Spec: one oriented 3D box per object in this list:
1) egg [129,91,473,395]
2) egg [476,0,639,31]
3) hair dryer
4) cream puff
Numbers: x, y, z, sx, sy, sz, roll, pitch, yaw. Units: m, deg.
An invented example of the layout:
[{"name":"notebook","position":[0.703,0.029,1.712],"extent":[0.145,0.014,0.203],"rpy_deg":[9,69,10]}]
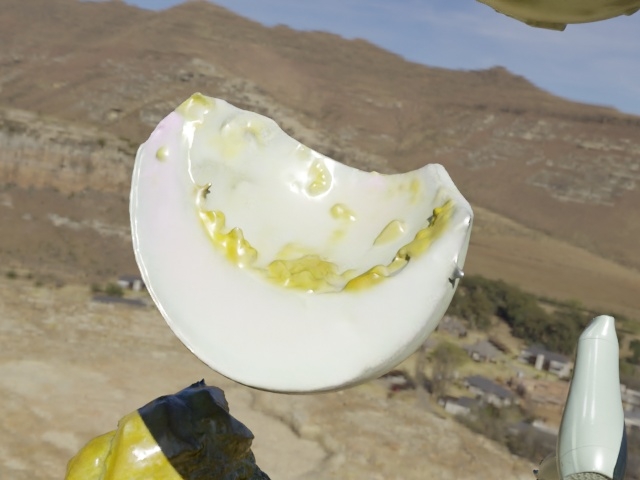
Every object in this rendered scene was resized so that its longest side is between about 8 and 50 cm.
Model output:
[{"name":"egg","position":[-0.011,0.016,0.708],"extent":[0.271,0.206,0.162],"rpy_deg":[16,0,17]},{"name":"egg","position":[0.145,-0.222,0.546],"extent":[0.201,0.164,0.164],"rpy_deg":[38,20,23]},{"name":"hair dryer","position":[0.303,0.230,1.054],"extent":[0.075,0.206,0.237],"rpy_deg":[14,-35,2]},{"name":"cream puff","position":[-0.206,0.366,1.150],"extent":[0.274,0.323,0.269],"rpy_deg":[-21,66,-43]}]
